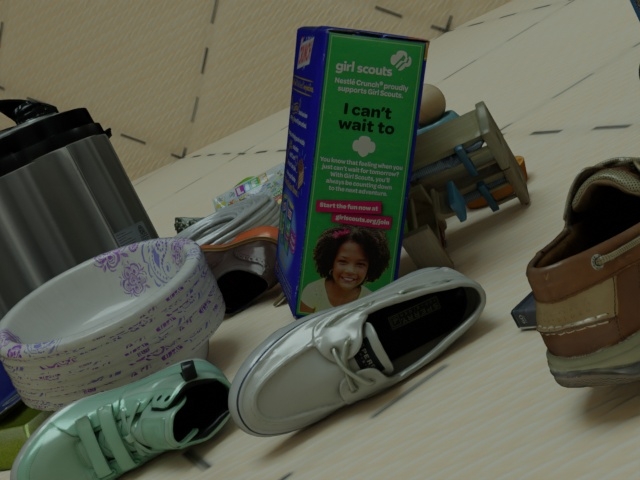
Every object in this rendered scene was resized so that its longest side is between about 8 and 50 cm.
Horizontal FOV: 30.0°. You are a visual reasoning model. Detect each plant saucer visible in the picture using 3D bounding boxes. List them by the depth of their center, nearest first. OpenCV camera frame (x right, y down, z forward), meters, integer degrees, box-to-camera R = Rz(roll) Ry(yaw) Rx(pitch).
[{"bbox_3d":[-0.377,0.237,1.614,0.188,0.045,0.188,-16,17,43],"label":"plant saucer"}]

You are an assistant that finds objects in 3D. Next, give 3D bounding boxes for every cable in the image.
[{"bbox_3d":[-0.172,0.016,1.943,0.257,0.089,0.257,-23,14,25],"label":"cable"}]

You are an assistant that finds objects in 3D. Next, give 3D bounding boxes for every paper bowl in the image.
[{"bbox_3d":[-0.255,0.123,1.512,0.284,0.148,0.284,-18,20,7],"label":"paper bowl"}]

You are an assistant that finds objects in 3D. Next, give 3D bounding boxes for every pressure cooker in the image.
[{"bbox_3d":[-0.499,-0.048,2.087,0.375,0.420,0.370,-28,5,-10],"label":"pressure cooker"}]

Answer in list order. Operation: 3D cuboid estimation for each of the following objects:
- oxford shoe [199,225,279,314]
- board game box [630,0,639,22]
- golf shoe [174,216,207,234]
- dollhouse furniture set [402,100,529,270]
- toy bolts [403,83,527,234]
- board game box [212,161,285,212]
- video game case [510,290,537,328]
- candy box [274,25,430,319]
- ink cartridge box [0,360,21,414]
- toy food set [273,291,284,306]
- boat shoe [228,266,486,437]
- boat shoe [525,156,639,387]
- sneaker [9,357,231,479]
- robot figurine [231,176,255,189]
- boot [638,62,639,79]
[{"bbox_3d":[-0.156,0.064,1.723,0.271,0.097,0.098,-27,26,38],"label":"oxford shoe"},{"bbox_3d":[0.466,-0.258,1.152,0.308,0.302,0.086,-28,13,7],"label":"board game box"},{"bbox_3d":[-0.229,-0.017,2.306,0.086,0.069,0.176,-12,9,-22],"label":"golf shoe"},{"bbox_3d":[0.172,-0.042,1.420,0.129,0.129,0.184,-24,37,18],"label":"dollhouse furniture set"},{"bbox_3d":[0.165,-0.131,1.633,0.218,0.158,0.228,-22,14,28],"label":"toy bolts"},{"bbox_3d":[-0.120,-0.072,2.215,0.154,0.026,0.103,-28,43,6],"label":"board game box"},{"bbox_3d":[0.322,0.009,1.048,0.196,0.026,0.274,-37,16,-34],"label":"video game case"},{"bbox_3d":[0.026,-0.086,1.390,0.122,0.317,0.268,4,10,-8],"label":"candy box"},{"bbox_3d":[-0.513,0.226,1.792,0.330,0.071,0.324,-33,7,24],"label":"ink cartridge box"},{"bbox_3d":[0.000,0.000,1.644,0.192,0.038,0.132,-42,-9,-44],"label":"toy food set"},{"bbox_3d":[0.039,0.107,1.135,0.267,0.096,0.088,-23,6,-15],"label":"boat shoe"},{"bbox_3d":[0.258,-0.014,0.947,0.123,0.116,0.324,-19,17,40],"label":"boat shoe"},{"bbox_3d":[-0.207,0.202,1.256,0.256,0.094,0.151,-30,6,-16],"label":"sneaker"},{"bbox_3d":[-0.141,-0.084,2.323,0.101,0.067,0.115,-15,18,29],"label":"robot figurine"},{"bbox_3d":[0.549,-0.267,1.559,0.305,0.112,0.115,-33,-17,-2],"label":"boot"}]
